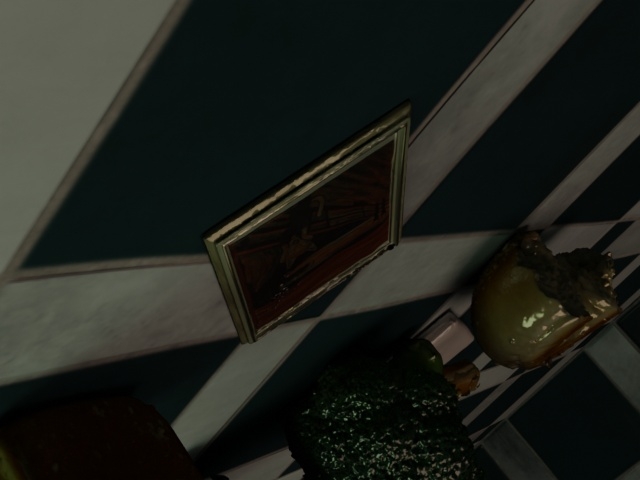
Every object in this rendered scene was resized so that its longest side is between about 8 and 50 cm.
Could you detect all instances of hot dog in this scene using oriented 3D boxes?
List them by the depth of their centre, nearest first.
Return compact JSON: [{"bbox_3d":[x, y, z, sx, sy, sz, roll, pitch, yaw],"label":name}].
[{"bbox_3d":[0.183,0.263,1.593,0.109,0.072,0.269,-24,172,42],"label":"hot dog"}]

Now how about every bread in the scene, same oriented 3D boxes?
[{"bbox_3d":[-0.174,0.252,0.789,0.110,0.234,0.184,-47,158,25],"label":"bread"},{"bbox_3d":[0.322,0.097,1.374,0.314,0.171,0.192,-7,145,-52],"label":"bread"}]

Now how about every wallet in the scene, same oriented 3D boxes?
[{"bbox_3d":[0.201,0.167,1.506,0.095,0.033,0.190,-39,158,4],"label":"wallet"}]

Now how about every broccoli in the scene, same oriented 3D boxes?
[{"bbox_3d":[0.104,0.276,1.290,0.297,0.297,0.297,-47,172,-51],"label":"broccoli"}]

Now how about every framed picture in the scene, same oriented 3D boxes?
[{"bbox_3d":[0.000,0.000,0.870,0.216,0.016,0.273,-35,158,-12],"label":"framed picture"}]

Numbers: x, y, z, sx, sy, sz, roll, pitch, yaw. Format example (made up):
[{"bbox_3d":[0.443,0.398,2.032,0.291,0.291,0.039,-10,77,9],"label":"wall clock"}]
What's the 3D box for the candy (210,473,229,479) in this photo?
[{"bbox_3d":[-0.043,0.437,1.186,0.172,0.398,0.263,-53,166,-43],"label":"candy"}]
